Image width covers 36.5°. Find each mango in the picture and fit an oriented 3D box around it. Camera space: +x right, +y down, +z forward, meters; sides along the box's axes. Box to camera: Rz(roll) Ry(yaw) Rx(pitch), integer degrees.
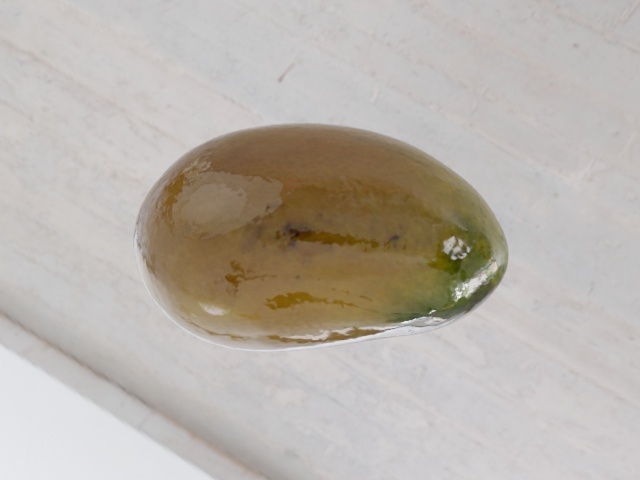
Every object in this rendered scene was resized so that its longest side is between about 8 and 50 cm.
[{"bbox_3d":[-0.002,-0.004,0.583,0.221,0.152,0.120,-4,134,7],"label":"mango"}]
